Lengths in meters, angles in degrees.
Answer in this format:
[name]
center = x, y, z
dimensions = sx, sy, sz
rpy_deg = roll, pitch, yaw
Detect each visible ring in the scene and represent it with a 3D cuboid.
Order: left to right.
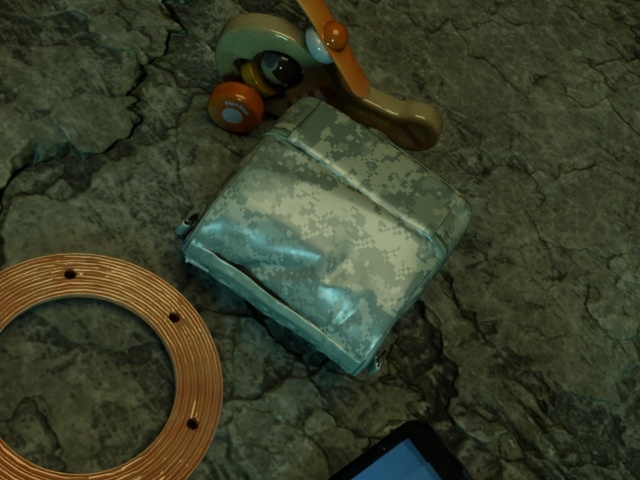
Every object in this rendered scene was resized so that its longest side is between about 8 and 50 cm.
[ring]
center = -0.281, 0.168, 1.013
dimensions = 0.337, 0.032, 0.336
rpy_deg = 11, 57, -18

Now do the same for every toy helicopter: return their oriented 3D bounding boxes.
[toy helicopter]
center = 0.021, -0.230, 1.248
dimensions = 0.355, 0.235, 0.140
rpy_deg = 22, 55, -10

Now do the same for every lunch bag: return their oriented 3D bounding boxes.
[lunch bag]
center = 0.000, 0.000, 1.117
dimensions = 0.305, 0.212, 0.256
rpy_deg = 36, 54, 2

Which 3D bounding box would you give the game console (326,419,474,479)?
[game console]
center = 0.049, 0.329, 0.871
dimensions = 0.293, 0.250, 0.173
rpy_deg = -36, 81, -7
